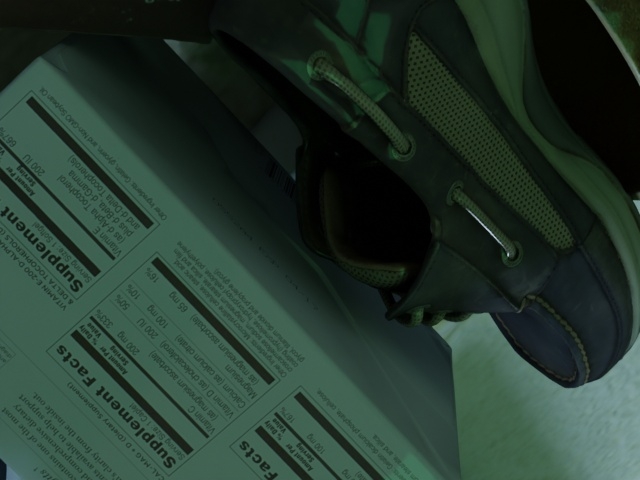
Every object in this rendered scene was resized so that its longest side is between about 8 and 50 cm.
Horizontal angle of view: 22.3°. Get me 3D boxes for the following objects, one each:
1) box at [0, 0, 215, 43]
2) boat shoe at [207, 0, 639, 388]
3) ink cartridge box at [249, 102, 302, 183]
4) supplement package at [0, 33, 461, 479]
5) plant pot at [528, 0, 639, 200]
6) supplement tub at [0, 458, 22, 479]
[{"bbox_3d":[-0.098,-0.272,0.615,0.191,0.143,0.381,1,131,-27],"label":"box"},{"bbox_3d":[0.047,-0.031,0.770,0.130,0.132,0.355,-45,132,-11],"label":"boat shoe"},{"bbox_3d":[0.000,0.000,0.938,0.134,0.078,0.231,35,110,-30],"label":"ink cartridge box"},{"bbox_3d":[-0.072,0.037,0.785,0.145,0.204,0.262,-41,99,12],"label":"supplement package"},{"bbox_3d":[0.165,-0.192,0.780,0.254,0.237,0.237,-44,137,-8],"label":"plant pot"},{"bbox_3d":[-0.277,0.133,0.856,0.191,0.191,0.272,-35,136,7],"label":"supplement tub"}]
